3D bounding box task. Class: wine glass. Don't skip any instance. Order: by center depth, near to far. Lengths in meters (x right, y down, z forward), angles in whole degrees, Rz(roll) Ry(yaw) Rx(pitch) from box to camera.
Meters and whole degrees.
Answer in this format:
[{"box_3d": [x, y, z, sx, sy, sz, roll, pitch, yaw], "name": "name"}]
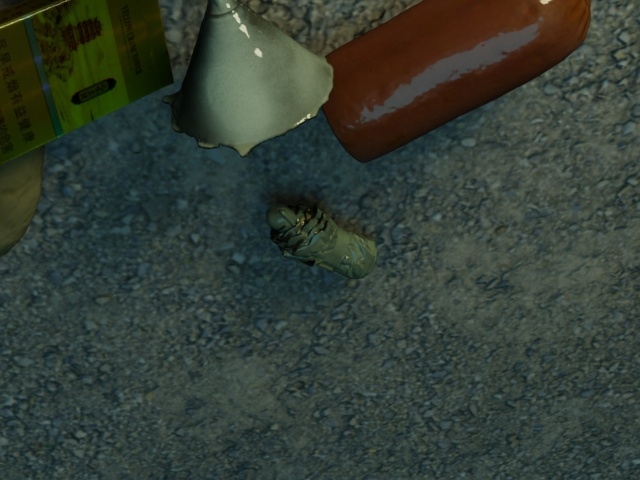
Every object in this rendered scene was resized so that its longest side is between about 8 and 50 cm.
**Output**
[{"box_3d": [-0.085, -0.206, 0.892, 0.156, 0.156, 0.232, -15, 132, 3], "name": "wine glass"}]

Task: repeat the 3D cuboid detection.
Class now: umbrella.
[{"box_3d": [0.000, 0.000, 1.143, 0.067, 0.062, 0.143, -26, 138, 37], "name": "umbrella"}]

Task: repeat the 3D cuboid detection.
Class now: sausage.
[{"box_3d": [0.120, -0.169, 0.989, 0.259, 0.113, 0.113, -27, 129, 14], "name": "sausage"}]

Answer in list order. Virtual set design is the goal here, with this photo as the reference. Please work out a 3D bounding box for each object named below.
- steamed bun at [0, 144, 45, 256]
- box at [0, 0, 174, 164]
[{"box_3d": [-0.360, -0.065, 0.990, 0.213, 0.110, 0.231, 4, 127, -14], "name": "steamed bun"}, {"box_3d": [-0.220, -0.151, 0.932, 0.193, 0.030, 0.121, -31, 137, -26], "name": "box"}]
